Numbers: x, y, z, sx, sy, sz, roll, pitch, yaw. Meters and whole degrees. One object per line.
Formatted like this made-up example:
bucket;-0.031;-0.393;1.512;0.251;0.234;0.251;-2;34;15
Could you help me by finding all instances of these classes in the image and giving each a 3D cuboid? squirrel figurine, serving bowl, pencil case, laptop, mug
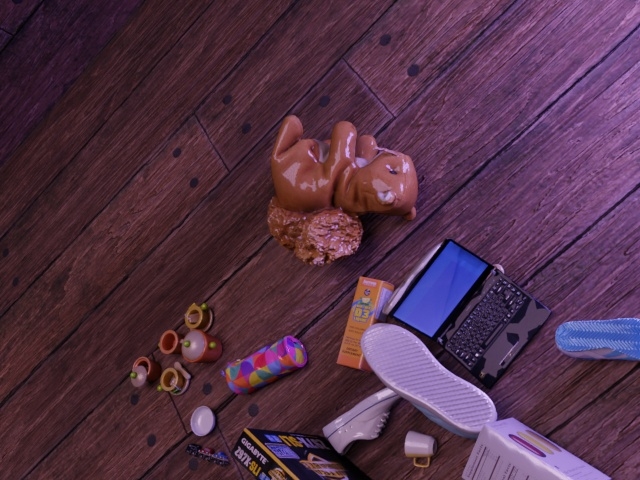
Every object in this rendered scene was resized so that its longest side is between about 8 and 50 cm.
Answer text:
squirrel figurine;0.060;-0.104;2.078;0.371;0.281;0.396;19;82;25
serving bowl;-0.329;0.514;2.258;0.083;0.027;0.083;-11;68;31
pencil case;-0.153;0.337;2.155;0.236;0.104;0.104;-26;61;23
laptop;0.341;0.168;1.819;0.264;0.137;0.234;42;104;28
mug;0.240;0.487;1.866;0.064;0.078;0.062;0;42;26

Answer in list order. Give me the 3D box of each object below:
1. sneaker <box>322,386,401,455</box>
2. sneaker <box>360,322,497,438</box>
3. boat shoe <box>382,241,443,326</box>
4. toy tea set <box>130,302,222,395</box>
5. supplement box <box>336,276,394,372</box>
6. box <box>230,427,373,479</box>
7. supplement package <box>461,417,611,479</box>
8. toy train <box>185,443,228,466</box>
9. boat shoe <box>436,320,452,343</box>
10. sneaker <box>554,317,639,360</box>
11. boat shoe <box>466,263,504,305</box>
sneaker;0.126;0.436;1.946;0.258;0.094;0.091;-39;74;23
sneaker;0.240;0.340;1.836;0.135;0.150;0.366;-42;61;-16
boat shoe;0.251;0.107;1.982;0.079;0.084;0.233;36;89;-1
toy tea set;-0.438;0.335;2.333;0.336;0.124;0.200;-45;55;14
supplement box;0.116;0.213;2.024;0.078;0.080;0.233;8;77;34
box;-0.019;0.548;1.849;0.257;0.322;0.079;31;94;38
supplement package;0.445;0.493;1.649;0.244;0.139;0.133;29;104;37
toy train;-0.317;0.598;2.223;0.158;0.027;0.036;7;67;36
boat shoe;0.292;0.182;1.932;0.049;0.043;0.137;-10;85;11
sneaker;0.615;0.212;1.679;0.229;0.092;0.087;4;73;15
boat shoe;0.370;0.108;1.902;0.153;0.048;0.056;-35;58;20
